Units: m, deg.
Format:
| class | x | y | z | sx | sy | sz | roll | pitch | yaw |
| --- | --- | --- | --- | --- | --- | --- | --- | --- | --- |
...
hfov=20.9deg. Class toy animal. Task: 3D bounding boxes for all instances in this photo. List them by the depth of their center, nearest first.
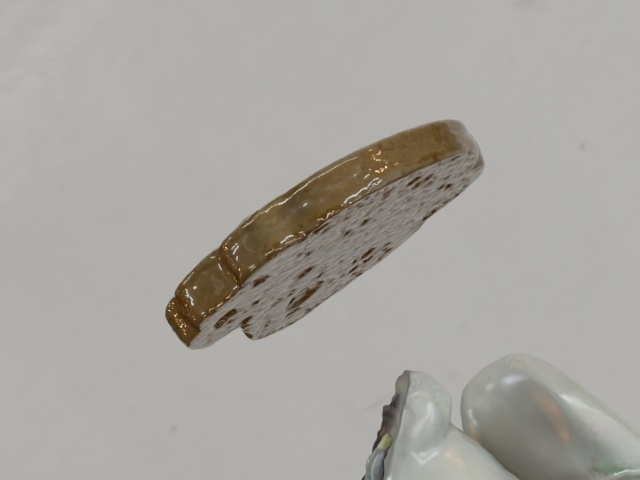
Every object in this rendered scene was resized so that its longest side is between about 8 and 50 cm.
| class | x | y | z | sx | sy | sz | roll | pitch | yaw |
| --- | --- | --- | --- | --- | --- | --- | --- | --- | --- |
| toy animal | 0.126 | 0.215 | 1.013 | 0.289 | 0.174 | 0.249 | 35 | 82 | 3 |

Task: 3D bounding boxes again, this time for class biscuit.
| class | x | y | z | sx | sy | sz | roll | pitch | yaw |
| --- | --- | --- | --- | --- | --- | --- | --- | --- | --- |
| biscuit | 0.000 | 0.000 | 1.814 | 0.074 | 0.359 | 0.381 | 61 | 145 | 11 |
